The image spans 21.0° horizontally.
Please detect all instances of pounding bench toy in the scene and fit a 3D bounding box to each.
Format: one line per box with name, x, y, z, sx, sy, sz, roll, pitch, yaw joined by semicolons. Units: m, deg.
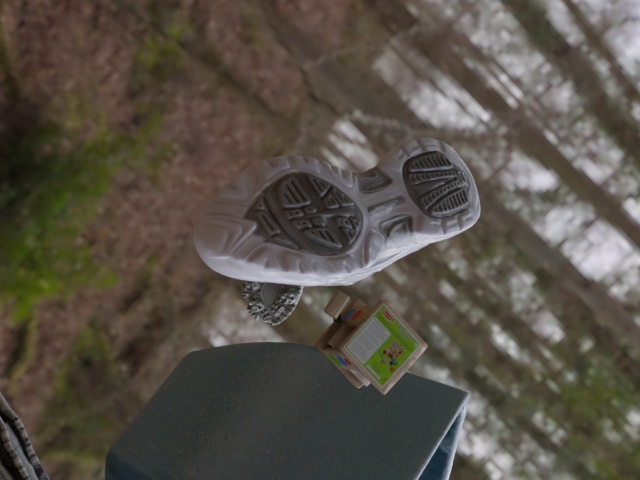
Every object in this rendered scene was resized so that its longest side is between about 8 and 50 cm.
pounding bench toy;0.027;0.070;1.336;0.052;0.083;0.065;-47;-164;-15

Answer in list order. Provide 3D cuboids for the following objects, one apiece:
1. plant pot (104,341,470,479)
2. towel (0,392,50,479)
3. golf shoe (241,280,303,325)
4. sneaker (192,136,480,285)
plant pot;-0.049;0.233;1.504;0.248;0.252;0.247;-52;160;-42
towel;-0.208;0.228;1.352;0.056;0.312;0.324;-28;178;-12
golf shoe;-0.032;0.006;1.850;0.086;0.069;0.176;-45;153;-58
sneaker;0.000;0.000;1.165;0.232;0.090;0.115;-8;159;-42
